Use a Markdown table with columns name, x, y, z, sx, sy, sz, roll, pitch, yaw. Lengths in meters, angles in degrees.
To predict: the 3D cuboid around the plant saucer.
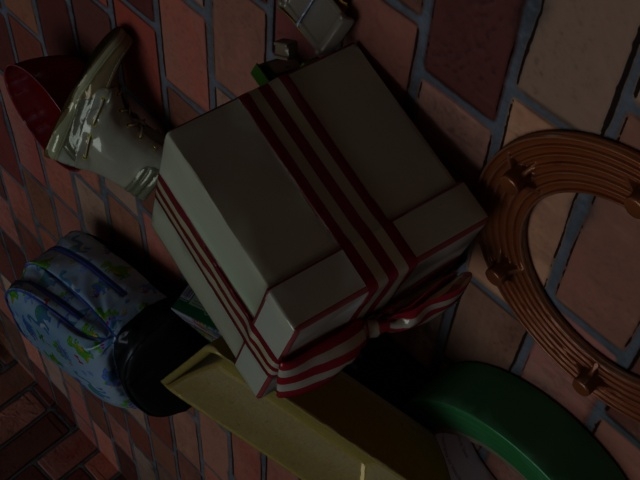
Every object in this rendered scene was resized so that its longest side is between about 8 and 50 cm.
| name | x | y | z | sx | sy | sz | roll | pitch | yaw |
| --- | --- | --- | --- | --- | --- | --- | --- | --- | --- |
| plant saucer | -0.013 | 0.214 | 1.392 | 0.333 | 0.081 | 0.333 | 36 | 159 | -6 |

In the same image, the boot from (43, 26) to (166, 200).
| name | x | y | z | sx | sy | sz | roll | pitch | yaw |
| --- | --- | --- | --- | --- | --- | --- | --- | --- | --- |
| boot | -0.256 | -0.166 | 1.539 | 0.165 | 0.077 | 0.213 | 27 | 116 | -14 |

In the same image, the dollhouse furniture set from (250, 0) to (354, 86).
| name | x | y | z | sx | sy | sz | roll | pitch | yaw |
| --- | --- | --- | --- | --- | --- | --- | --- | --- | --- |
| dollhouse furniture set | -0.009 | -0.205 | 1.148 | 0.076 | 0.059 | 0.151 | 53 | 137 | 14 |

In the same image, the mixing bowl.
| name | x | y | z | sx | sy | sz | roll | pitch | yaw |
| --- | --- | --- | --- | --- | --- | --- | --- | --- | --- |
| mixing bowl | -0.365 | -0.200 | 1.670 | 0.181 | 0.098 | 0.181 | 40 | 152 | 26 |

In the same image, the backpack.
| name | x | y | z | sx | sy | sz | roll | pitch | yaw |
| --- | --- | --- | --- | --- | --- | --- | --- | --- | --- |
| backpack | -0.379 | 0.137 | 2.015 | 0.355 | 0.273 | 0.290 | 51 | 165 | 32 |

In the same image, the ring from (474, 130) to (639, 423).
| name | x | y | z | sx | sy | sz | roll | pitch | yaw |
| --- | --- | --- | --- | --- | --- | --- | --- | --- | --- |
| ring | 0.261 | 0.052 | 1.024 | 0.337 | 0.032 | 0.336 | 39 | 153 | 24 |

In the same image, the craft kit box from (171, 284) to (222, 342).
| name | x | y | z | sx | sy | sz | roll | pitch | yaw |
| --- | --- | --- | --- | --- | --- | --- | --- | --- | --- |
| craft kit box | -0.063 | 0.169 | 1.603 | 0.247 | 0.061 | 0.250 | 41 | 168 | -28 |

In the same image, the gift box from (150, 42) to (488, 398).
| name | x | y | z | sx | sy | sz | roll | pitch | yaw |
| --- | --- | --- | --- | --- | --- | --- | --- | --- | --- |
| gift box | 0.000 | 0.000 | 1.158 | 0.258 | 0.255 | 0.276 | 56 | 162 | 14 |

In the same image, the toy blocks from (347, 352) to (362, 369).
| name | x | y | z | sx | sy | sz | roll | pitch | yaw |
| --- | --- | --- | --- | --- | --- | --- | --- | --- | --- |
| toy blocks | -0.010 | 0.109 | 1.534 | 0.148 | 0.054 | 0.123 | 25 | 144 | 45 |

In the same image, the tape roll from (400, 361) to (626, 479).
| name | x | y | z | sx | sy | sz | roll | pitch | yaw |
| --- | --- | --- | --- | --- | --- | --- | --- | --- | --- |
| tape roll | 0.230 | 0.291 | 1.344 | 0.321 | 0.077 | 0.321 | 38 | 152 | 26 |
